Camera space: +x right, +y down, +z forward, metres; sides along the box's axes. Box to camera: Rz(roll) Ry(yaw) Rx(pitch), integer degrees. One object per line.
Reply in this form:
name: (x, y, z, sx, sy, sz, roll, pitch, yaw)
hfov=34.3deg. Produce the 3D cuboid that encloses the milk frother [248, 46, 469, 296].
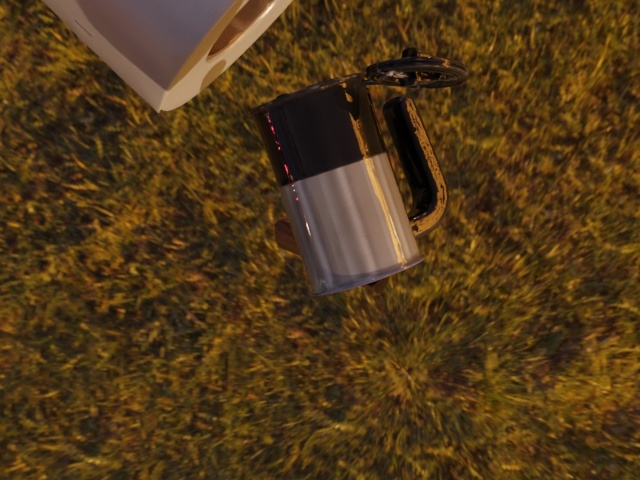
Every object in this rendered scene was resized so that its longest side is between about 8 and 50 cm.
milk frother: (0.039, -0.046, 0.679, 0.129, 0.143, 0.135, -20, 94, -14)

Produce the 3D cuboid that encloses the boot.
boot: (0.000, 0.000, 0.899, 0.114, 0.106, 0.037, 28, 73, 23)

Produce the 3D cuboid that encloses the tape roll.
tape roll: (-0.109, -0.252, 0.864, 0.169, 0.246, 0.246, 44, 88, -3)
